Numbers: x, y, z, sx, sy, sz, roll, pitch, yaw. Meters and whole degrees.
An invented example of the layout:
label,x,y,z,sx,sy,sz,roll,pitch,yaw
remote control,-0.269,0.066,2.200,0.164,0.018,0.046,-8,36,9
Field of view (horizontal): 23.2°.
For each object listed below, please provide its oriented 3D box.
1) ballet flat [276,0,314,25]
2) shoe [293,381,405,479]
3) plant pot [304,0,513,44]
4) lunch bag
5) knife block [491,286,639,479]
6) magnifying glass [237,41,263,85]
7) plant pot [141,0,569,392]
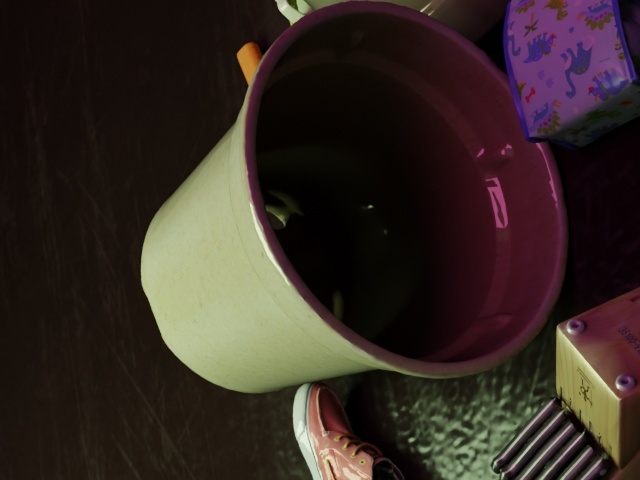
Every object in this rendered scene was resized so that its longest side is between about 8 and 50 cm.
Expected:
label,x,y,z,sx,sy,sz,roll,pitch,yaw
ballet flat,-0.008,-0.222,1.644,0.077,0.077,0.231,-36,53,34
shoe,0.032,0.207,1.475,0.081,0.063,0.178,-31,62,36
plant pot,0.028,-0.355,1.465,0.323,0.280,0.323,-31,48,43
lunch bag,0.230,-0.172,1.353,0.129,0.096,0.151,-30,66,39
knife block,0.266,0.145,1.236,0.275,0.242,0.088,-24,48,-13
magnifying glass,-0.047,-0.126,1.696,0.092,0.026,0.231,-45,48,29
plant pot,0.000,0.000,1.416,0.305,0.334,0.334,-31,56,51
